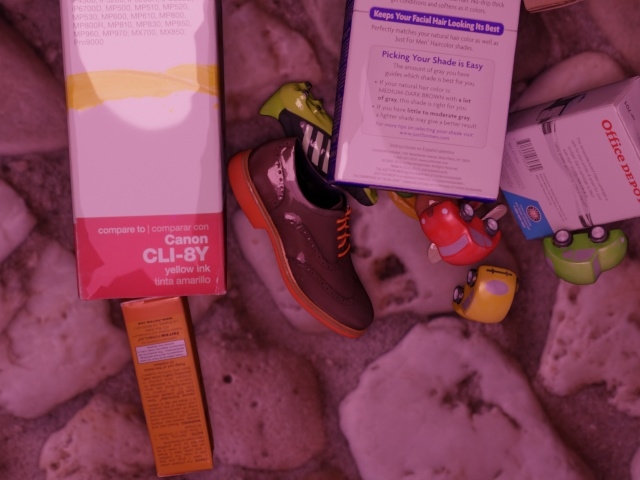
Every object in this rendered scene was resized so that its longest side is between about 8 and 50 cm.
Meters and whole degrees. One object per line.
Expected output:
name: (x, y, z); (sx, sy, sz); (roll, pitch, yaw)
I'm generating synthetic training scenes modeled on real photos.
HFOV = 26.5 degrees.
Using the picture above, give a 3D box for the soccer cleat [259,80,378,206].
soccer cleat: (0.001, -0.107, 1.609); (0.072, 0.060, 0.179); (-33, 103, 22)

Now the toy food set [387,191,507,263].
toy food set: (0.139, -0.080, 1.611); (0.128, 0.071, 0.218); (-28, 106, 5)

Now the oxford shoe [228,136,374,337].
oxford shoe: (0.000, 0.000, 1.595); (0.098, 0.097, 0.271); (-23, 115, 27)

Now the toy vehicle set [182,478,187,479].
toy vehicle set: (-0.188, 0.459, 1.766); (0.166, 0.035, 0.267); (35, 101, -11)

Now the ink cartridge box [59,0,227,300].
ink cartridge box: (-0.183, -0.160, 1.464); (0.160, 0.279, 0.385); (-2, 106, -3)

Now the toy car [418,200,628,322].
toy car: (0.244, 0.028, 1.572); (0.225, 0.053, 0.239); (-7, 146, 14)

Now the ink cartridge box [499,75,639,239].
ink cartridge box: (0.299, -0.092, 1.560); (0.190, 0.082, 0.140); (-14, 111, 42)

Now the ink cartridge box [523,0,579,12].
ink cartridge box: (0.293, -0.381, 1.464); (0.234, 0.088, 0.193); (-34, 109, -33)

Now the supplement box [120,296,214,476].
supplement box: (-0.184, 0.168, 1.663); (0.080, 0.078, 0.233); (-11, 106, 0)

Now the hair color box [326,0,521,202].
hair color box: (0.118, -0.220, 1.512); (0.185, 0.110, 0.339); (7, 92, -5)
